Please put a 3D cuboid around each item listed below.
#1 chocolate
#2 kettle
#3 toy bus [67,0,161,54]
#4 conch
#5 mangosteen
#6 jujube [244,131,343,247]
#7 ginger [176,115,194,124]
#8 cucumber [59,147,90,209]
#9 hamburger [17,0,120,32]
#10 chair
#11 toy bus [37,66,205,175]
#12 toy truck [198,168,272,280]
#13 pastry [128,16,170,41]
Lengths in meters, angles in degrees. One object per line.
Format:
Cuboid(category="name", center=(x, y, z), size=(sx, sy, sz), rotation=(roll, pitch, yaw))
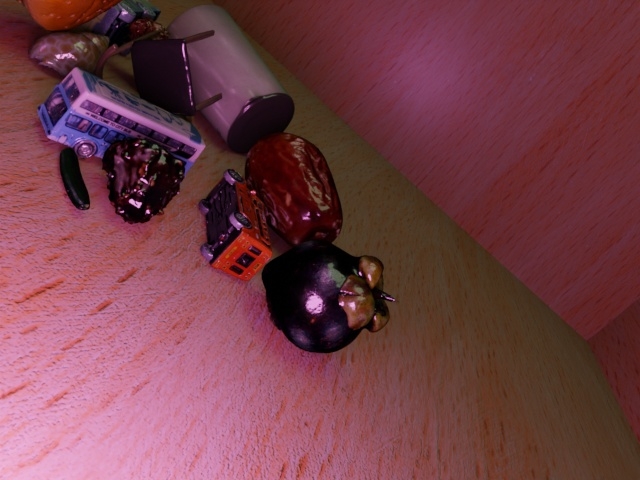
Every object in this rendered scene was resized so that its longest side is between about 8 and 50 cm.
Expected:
Cuboid(category="chocolate", center=(-0.325, -0.087, 1.142), size=(0.156, 0.156, 0.133), rotation=(31, 49, -31))
Cuboid(category="kettle", center=(-0.255, -0.430, 1.888), size=(0.376, 0.250, 0.361), rotation=(53, -8, 20))
Cuboid(category="toy bus", center=(-0.561, -0.594, 1.682), size=(0.190, 0.152, 0.312), rotation=(40, 19, -8))
Cuboid(category="conch", center=(-0.537, -0.405, 1.404), size=(0.173, 0.106, 0.116), rotation=(6, 19, -39))
Cuboid(category="mangosteen", center=(0.014, 0.100, 1.212), size=(0.243, 0.243, 0.243), rotation=(37, 19, -16))
Cuboid(category="jujube", center=(-0.062, -0.121, 1.585), size=(0.223, 0.223, 0.318), rotation=(21, 32, -47))
Cuboid(category="ginger", center=(-0.345, -0.282, 1.566), size=(0.095, 0.069, 0.190), rotation=(51, 10, -37))
Cuboid(category="cucumber", center=(-0.418, -0.105, 1.093), size=(0.036, 0.033, 0.184), rotation=(-3, 42, -30))
Cuboid(category="hamburger", center=(-0.505, -0.575, 1.365), size=(0.170, 0.290, 0.314), rotation=(50, -20, -10))
Cuboid(category="chair", center=(-0.357, -0.368, 1.458), size=(0.166, 0.188, 0.272), rotation=(7, 29, 21))
Cuboid(category="toy bus", center=(-0.373, -0.208, 1.248), size=(0.297, 0.131, 0.106), rotation=(22, 27, -50))
Cuboid(category="toy truck", center=(-0.172, -0.036, 1.319), size=(0.114, 0.107, 0.252), rotation=(33, 22, -29))
Cuboid(category="pastry", center=(-0.418, -0.460, 1.640), size=(0.115, 0.208, 0.097), rotation=(10, 35, 33))
